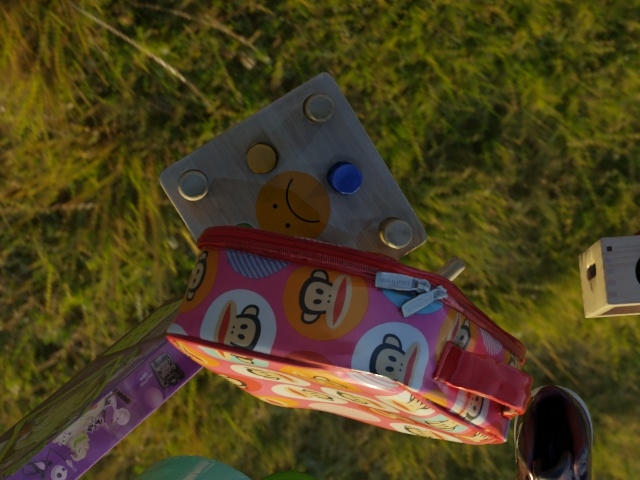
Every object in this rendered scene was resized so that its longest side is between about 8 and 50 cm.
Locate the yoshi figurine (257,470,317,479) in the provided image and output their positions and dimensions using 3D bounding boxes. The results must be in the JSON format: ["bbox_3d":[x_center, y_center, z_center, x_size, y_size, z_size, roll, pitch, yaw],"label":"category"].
[{"bbox_3d":[-0.103,0.278,0.676,0.362,0.203,0.203,-51,133,-8],"label":"yoshi figurine"}]

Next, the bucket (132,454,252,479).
[{"bbox_3d":[-0.169,0.396,1.496,0.183,0.281,0.281,-41,148,-57],"label":"bucket"}]

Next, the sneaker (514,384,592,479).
[{"bbox_3d":[0.226,0.274,1.274,0.106,0.281,0.162,-6,164,10],"label":"sneaker"}]

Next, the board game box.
[{"bbox_3d":[-0.207,0.151,1.246,0.347,0.208,0.056,-41,97,-35],"label":"board game box"}]

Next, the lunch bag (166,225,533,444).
[{"bbox_3d":[0.045,0.089,1.051,0.293,0.258,0.120,37,67,-60],"label":"lunch bag"}]

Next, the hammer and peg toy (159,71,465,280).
[{"bbox_3d":[0.000,0.000,1.630,0.266,0.127,0.361,-33,97,-2],"label":"hammer and peg toy"}]

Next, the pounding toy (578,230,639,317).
[{"bbox_3d":[0.429,0.030,1.535,0.206,0.181,0.094,-4,80,-1],"label":"pounding toy"}]
